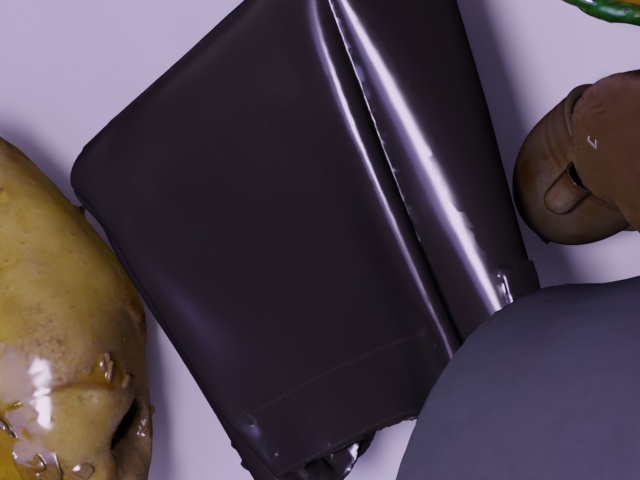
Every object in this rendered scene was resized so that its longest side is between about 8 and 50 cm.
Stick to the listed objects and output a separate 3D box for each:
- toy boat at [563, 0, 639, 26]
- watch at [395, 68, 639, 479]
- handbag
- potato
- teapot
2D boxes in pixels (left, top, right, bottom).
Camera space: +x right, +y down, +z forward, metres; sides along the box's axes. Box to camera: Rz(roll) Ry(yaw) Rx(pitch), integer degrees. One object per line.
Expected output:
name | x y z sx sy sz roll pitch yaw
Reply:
toy boat | 0.162 -0.135 0.744 0.229 0.088 0.089 12 108 41
watch | 0.166 0.110 0.615 0.314 0.327 0.335 -11 105 43
handbag | 0.001 0.000 0.899 0.285 0.113 0.257 -31 80 50
potato | -0.196 0.054 1.088 0.300 0.140 0.173 61 140 19
teapot | 0.143 -0.017 0.806 0.110 0.085 0.080 43 133 1
